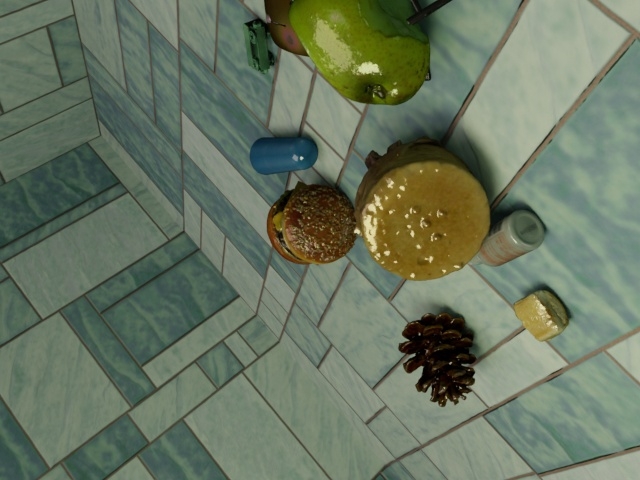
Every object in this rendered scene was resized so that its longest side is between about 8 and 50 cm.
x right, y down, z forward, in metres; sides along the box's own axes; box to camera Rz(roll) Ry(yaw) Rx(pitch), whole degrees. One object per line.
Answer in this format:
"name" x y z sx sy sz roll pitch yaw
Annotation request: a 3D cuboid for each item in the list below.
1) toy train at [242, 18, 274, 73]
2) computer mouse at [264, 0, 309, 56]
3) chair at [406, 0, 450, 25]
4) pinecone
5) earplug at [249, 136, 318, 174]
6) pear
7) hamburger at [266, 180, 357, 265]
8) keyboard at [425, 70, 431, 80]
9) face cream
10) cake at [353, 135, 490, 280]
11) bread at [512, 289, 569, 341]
"toy train" -0.193 -0.598 1.838 0.099 0.070 0.172 48 154 37
"computer mouse" -0.070 -0.591 1.618 0.310 0.071 0.158 34 142 42
"chair" 0.251 -0.535 1.117 0.260 0.141 0.155 -27 102 19
"pinecone" 0.362 0.363 1.847 0.309 0.244 0.244 -95 -3 -47
"earplug" -0.112 -0.288 2.011 0.273 0.132 0.132 6 127 52
"pear" 0.116 -0.425 1.276 0.176 0.286 0.282 -29 82 49
"hamburger" -0.021 -0.052 1.986 0.291 0.291 0.225 58 153 -8
"keyboard" 0.148 -0.460 1.491 0.309 0.018 0.101 26 142 44
"face cream" 0.437 0.012 1.485 0.101 0.101 0.252 52 154 4
"cake" 0.242 -0.100 1.532 0.321 0.332 0.332 -93 -17 -64
"bread" 0.564 0.187 1.511 0.125 0.082 0.106 59 145 14
